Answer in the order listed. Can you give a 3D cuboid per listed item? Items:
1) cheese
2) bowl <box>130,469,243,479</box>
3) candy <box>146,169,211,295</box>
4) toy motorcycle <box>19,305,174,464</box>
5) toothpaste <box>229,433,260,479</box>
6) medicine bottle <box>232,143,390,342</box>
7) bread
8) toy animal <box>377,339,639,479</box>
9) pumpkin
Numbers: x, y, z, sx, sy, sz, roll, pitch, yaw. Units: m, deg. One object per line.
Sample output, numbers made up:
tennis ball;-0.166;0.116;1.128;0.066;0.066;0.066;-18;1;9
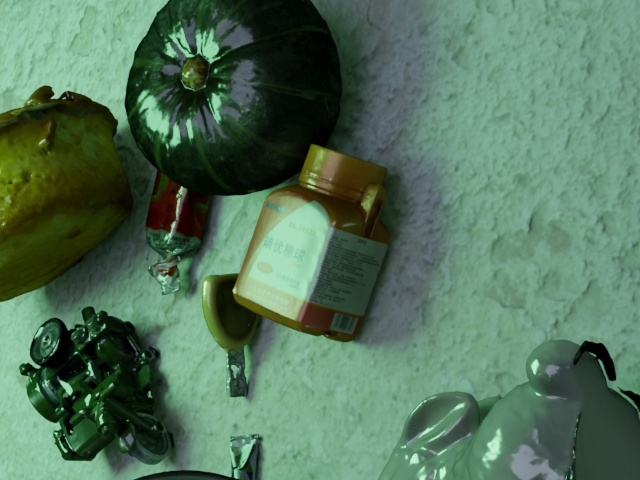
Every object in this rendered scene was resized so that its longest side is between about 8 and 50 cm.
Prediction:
cheese;-0.115;0.124;2.004;0.036;0.086;0.162;-2;91;50
bowl;-0.159;0.454;1.822;0.185;0.354;0.353;108;167;-77
candy;-0.193;-0.066;2.139;0.086;0.059;0.292;7;83;41
toy motorcycle;-0.320;0.218;2.131;0.205;0.127;0.275;-41;50;24
toothpaste;-0.099;0.332;1.957;0.045;0.028;0.170;-10;68;30
medicine bottle;-0.001;0.000;1.899;0.149;0.112;0.222;21;93;45
bread;-0.433;-0.054;2.203;0.358;0.337;0.204;-40;78;31
toy animal;0.187;0.246;1.615;0.357;0.194;0.257;-14;79;49
pumpkin;-0.112;-0.200;2.000;0.300;0.207;0.300;-2;87;29
